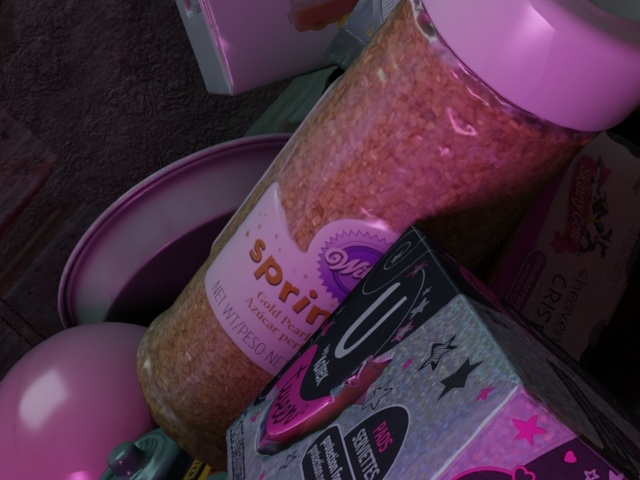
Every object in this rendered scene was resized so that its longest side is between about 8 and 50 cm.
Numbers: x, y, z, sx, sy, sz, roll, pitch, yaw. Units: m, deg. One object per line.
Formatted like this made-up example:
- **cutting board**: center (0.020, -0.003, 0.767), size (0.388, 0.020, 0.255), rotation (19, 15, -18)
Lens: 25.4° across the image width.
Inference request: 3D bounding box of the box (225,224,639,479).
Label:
- **box**: center (0.064, 0.112, 0.561), size (0.142, 0.163, 0.247), rotation (-48, 11, 5)

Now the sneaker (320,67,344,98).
- **sneaker**: center (0.019, -0.129, 1.787), size (0.275, 0.107, 0.110), rotation (-53, -1, -37)

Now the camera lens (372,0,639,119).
- **camera lens**: center (0.179, -0.188, 1.037), size (0.219, 0.219, 0.274), rotation (-51, 11, -21)

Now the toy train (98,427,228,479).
- **toy train**: center (-0.085, 0.220, 0.862), size (0.190, 0.142, 0.334), rotation (-25, 23, 39)

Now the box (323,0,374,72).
- **box**: center (0.118, -0.244, 1.549), size (0.183, 0.056, 0.231), rotation (-56, -23, 12)

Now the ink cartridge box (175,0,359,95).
- **ink cartridge box**: center (0.028, -0.307, 1.776), size (0.384, 0.160, 0.279), rotation (-17, 9, -8)

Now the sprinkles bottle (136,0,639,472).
- **sprinkles bottle**: center (0.030, -0.016, 0.734), size (0.355, 0.121, 0.121), rotation (-51, 6, 38)

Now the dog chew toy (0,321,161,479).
- **dog chew toy**: center (-0.227, 0.192, 1.120), size (0.331, 0.207, 0.207), rotation (-22, 22, 27)

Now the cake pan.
- **cake pan**: center (-0.074, 0.031, 1.202), size (0.293, 0.293, 0.054), rotation (-43, 55, 20)

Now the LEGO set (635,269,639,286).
- **LEGO set**: center (0.232, -0.031, 0.809), size (0.244, 0.060, 0.182), rotation (-49, -1, -15)

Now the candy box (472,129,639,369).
- **candy box**: center (0.099, 0.032, 0.834), size (0.159, 0.071, 0.233), rotation (-61, 8, -16)
